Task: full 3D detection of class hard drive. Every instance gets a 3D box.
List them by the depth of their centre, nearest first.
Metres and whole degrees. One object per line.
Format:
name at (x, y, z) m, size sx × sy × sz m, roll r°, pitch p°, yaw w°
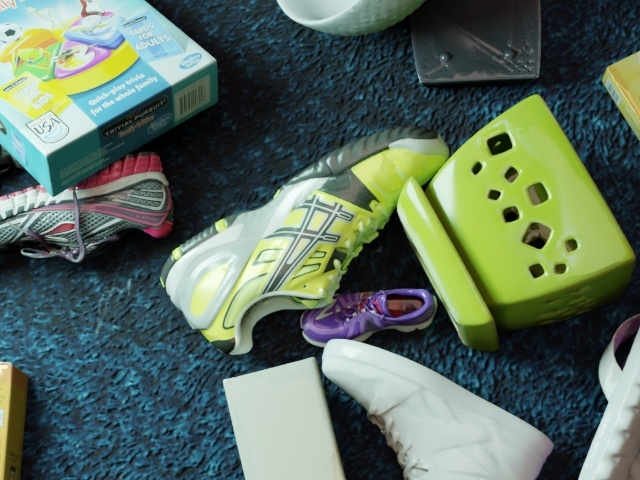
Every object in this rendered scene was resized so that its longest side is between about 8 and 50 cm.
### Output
hard drive at (0.201, -0.319, 1.676) m, size 0.172 × 0.054 × 0.254 m, roll -2°, pitch 72°, yaw 3°

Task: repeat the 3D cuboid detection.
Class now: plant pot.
plant pot at (0.219, -0.002, 1.492) m, size 0.207 × 0.228 × 0.227 m, roll -28°, pitch 73°, yaw 2°

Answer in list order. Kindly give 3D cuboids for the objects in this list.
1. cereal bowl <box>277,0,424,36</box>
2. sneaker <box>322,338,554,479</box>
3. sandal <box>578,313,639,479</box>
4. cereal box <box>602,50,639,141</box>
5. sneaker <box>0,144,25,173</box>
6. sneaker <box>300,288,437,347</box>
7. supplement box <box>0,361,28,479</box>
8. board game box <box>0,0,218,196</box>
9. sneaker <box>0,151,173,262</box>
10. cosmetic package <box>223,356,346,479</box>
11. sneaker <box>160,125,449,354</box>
cereal bowl at (0.084, -0.414, 1.609) m, size 0.141 × 0.339 × 0.338 m, roll 15°, pitch 69°, yaw -33°
sneaker at (0.106, 0.242, 1.477) m, size 0.293 × 0.108 × 0.169 m, roll 27°, pitch 73°, yaw 10°
sandal at (0.383, 0.156, 1.485) m, size 0.102 × 0.169 × 0.416 m, roll 9°, pitch 60°, yaw 50°
cereal box at (0.508, -0.196, 1.622) m, size 0.240 × 0.047 × 0.173 m, roll -27°, pitch 73°, yaw -5°
sneaker at (-0.427, -0.102, 1.617) m, size 0.147 × 0.104 × 0.295 m, roll 19°, pitch 70°, yaw 14°
sneaker at (0.058, 0.083, 1.549) m, size 0.170 × 0.071 × 0.068 m, roll -13°, pitch 72°, yaw 0°
supplement box at (-0.402, 0.267, 1.515) m, size 0.080 × 0.078 × 0.233 m, roll -2°, pitch 72°, yaw 3°
board game box at (-0.333, -0.235, 1.595) m, size 0.254 × 0.079 × 0.336 m, roll -34°, pitch 61°, yaw -27°
sneaker at (-0.332, -0.019, 1.584) m, size 0.299 × 0.121 × 0.112 m, roll -18°, pitch 93°, yaw 3°
cosmetic package at (-0.018, 0.306, 1.438) m, size 0.113 × 0.160 × 0.309 m, roll -13°, pitch 73°, yaw -2°
sneaker at (0.000, 0.000, 1.549) m, size 0.385 × 0.145 × 0.147 m, roll -33°, pitch 74°, yaw 4°
